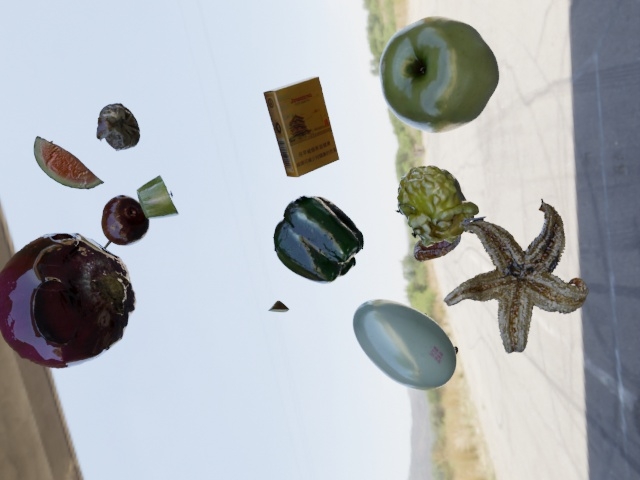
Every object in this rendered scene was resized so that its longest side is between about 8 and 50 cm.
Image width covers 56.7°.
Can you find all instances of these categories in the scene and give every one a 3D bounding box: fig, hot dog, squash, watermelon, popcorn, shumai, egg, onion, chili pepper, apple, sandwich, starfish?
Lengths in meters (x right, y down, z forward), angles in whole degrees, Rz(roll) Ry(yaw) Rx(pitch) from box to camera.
[{"bbox_3d":[-0.790,-0.060,2.372,0.249,0.186,0.204,-40,62,52],"label":"fig"},{"bbox_3d":[0.371,0.012,1.912,0.053,0.192,0.099,21,-121,-34],"label":"hot dog"},{"bbox_3d":[-0.618,-0.155,2.245,0.170,0.122,0.170,53,156,37],"label":"squash"},{"bbox_3d":[-0.798,-0.236,1.851,0.245,0.119,0.063,42,-148,-37],"label":"watermelon"},{"bbox_3d":[0.281,-0.085,1.476,0.189,0.169,0.218,61,-176,30],"label":"popcorn"},{"bbox_3d":[-0.863,-0.475,2.494,0.206,0.166,0.175,63,-178,-12],"label":"shumai"},{"bbox_3d":[0.260,0.323,1.855,0.371,0.230,0.230,35,-158,-8],"label":"egg"},{"bbox_3d":[-0.793,0.186,1.749,0.398,0.420,0.399,30,-127,-49],"label":"onion"},{"bbox_3d":[0.000,0.000,1.827,0.248,0.256,0.233,-29,-31,-50],"label":"chili pepper"},{"bbox_3d":[0.358,-0.494,1.793,0.357,0.357,0.358,-7,-90,-80],"label":"apple"},{"bbox_3d":[-0.159,0.246,2.216,0.083,0.031,0.044,10,-128,-34],"label":"sandwich"},{"bbox_3d":[0.404,0.072,1.263,0.303,0.312,0.113,60,179,15],"label":"starfish"}]

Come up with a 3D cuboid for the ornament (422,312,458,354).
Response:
[{"bbox_3d":[0.338,0.354,2.027,0.236,0.080,0.202,48,-125,1],"label":"ornament"}]

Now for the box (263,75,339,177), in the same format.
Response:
[{"bbox_3d":[-0.055,-0.354,1.848,0.076,0.174,0.274,12,123,53],"label":"box"}]
